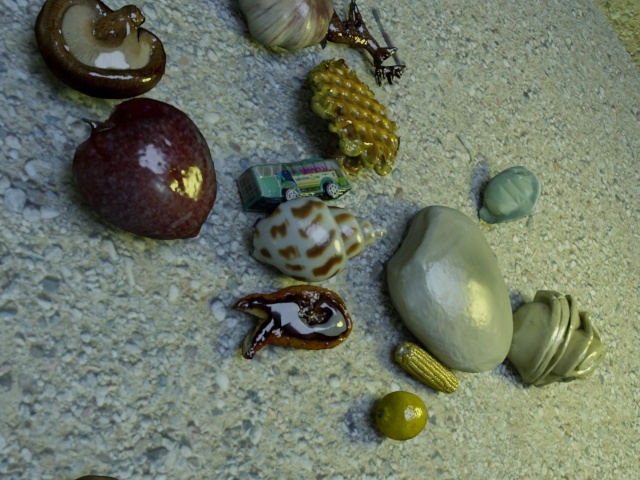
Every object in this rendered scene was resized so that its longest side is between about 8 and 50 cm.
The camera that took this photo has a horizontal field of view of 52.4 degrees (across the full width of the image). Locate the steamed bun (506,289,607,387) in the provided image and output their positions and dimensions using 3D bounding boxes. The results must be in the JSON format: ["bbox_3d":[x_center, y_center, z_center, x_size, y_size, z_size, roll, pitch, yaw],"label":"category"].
[{"bbox_3d":[0.657,0.269,1.802,0.289,0.203,0.276,38,56,-23],"label":"steamed bun"}]

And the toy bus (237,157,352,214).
[{"bbox_3d":[-0.052,-0.119,1.425,0.262,0.091,0.109,-11,76,-43],"label":"toy bus"}]

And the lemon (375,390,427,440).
[{"bbox_3d":[0.177,0.386,1.433,0.133,0.109,0.109,21,63,-38],"label":"lemon"}]

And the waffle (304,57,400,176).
[{"bbox_3d":[0.084,-0.306,1.560,0.302,0.068,0.325,44,31,-18],"label":"waffle"}]

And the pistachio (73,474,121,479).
[{"bbox_3d":[-0.366,0.473,0.936,0.166,0.197,0.288,28,62,21],"label":"pistachio"}]

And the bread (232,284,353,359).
[{"bbox_3d":[-0.055,0.163,1.335,0.269,0.095,0.139,-3,76,-26],"label":"bread"}]

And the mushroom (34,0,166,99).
[{"bbox_3d":[-0.405,-0.343,1.187,0.231,0.138,0.194,37,68,-11],"label":"mushroom"}]

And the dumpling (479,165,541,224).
[{"bbox_3d":[0.553,-0.123,1.895,0.153,0.108,0.219,34,77,14],"label":"dumpling"}]

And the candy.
[{"bbox_3d":[0.349,0.126,1.618,0.386,0.186,0.427,-45,109,-44],"label":"candy"}]

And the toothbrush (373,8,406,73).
[{"bbox_3d":[0.192,-0.557,1.813,0.017,0.014,0.194,-27,93,-42],"label":"toothbrush"}]

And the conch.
[{"bbox_3d":[0.001,0.000,1.365,0.275,0.182,0.149,-27,59,-24],"label":"conch"}]

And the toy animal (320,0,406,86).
[{"bbox_3d":[0.089,-0.525,1.692,0.243,0.087,0.260,-7,81,-27],"label":"toy animal"}]

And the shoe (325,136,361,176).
[{"bbox_3d":[0.058,-0.201,1.553,0.109,0.072,0.069,32,96,-23],"label":"shoe"}]

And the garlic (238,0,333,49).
[{"bbox_3d":[-0.045,-0.557,1.469,0.245,0.253,0.245,8,79,-43],"label":"garlic"}]

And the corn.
[{"bbox_3d":[0.253,0.305,1.549,0.206,0.067,0.067,37,56,-29],"label":"corn"}]

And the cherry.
[{"bbox_3d":[-0.298,-0.119,1.149,0.300,0.203,0.230,54,47,-30],"label":"cherry"}]
